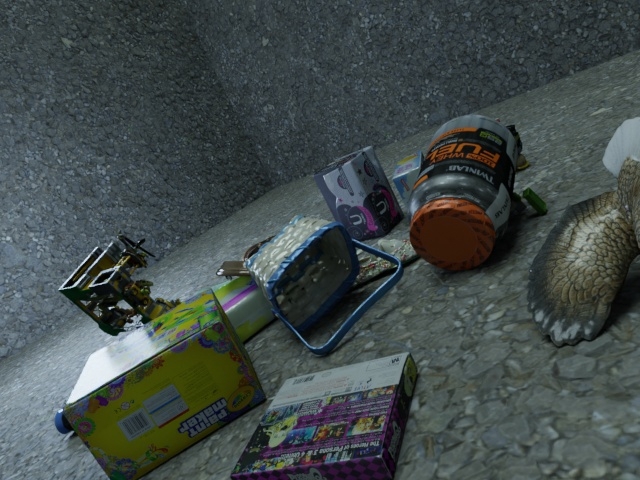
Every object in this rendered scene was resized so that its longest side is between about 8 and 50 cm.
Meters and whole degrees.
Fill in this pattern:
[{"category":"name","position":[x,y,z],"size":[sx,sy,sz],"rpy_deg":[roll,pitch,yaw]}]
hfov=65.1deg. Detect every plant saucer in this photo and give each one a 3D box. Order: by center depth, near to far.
[{"category":"plant saucer","position":[-0.137,0.072,1.330],"size":[0.277,0.041,0.278],"rpy_deg":[0,-3,0]}]

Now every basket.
[{"category":"basket","position":[0.002,0.081,1.072],"size":[0.254,0.201,0.289],"rpy_deg":[-41,40,-16]}]

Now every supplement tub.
[{"category":"supplement tub","position":[0.308,-0.108,1.087],"size":[0.207,0.207,0.338],"rpy_deg":[-16,32,36]}]

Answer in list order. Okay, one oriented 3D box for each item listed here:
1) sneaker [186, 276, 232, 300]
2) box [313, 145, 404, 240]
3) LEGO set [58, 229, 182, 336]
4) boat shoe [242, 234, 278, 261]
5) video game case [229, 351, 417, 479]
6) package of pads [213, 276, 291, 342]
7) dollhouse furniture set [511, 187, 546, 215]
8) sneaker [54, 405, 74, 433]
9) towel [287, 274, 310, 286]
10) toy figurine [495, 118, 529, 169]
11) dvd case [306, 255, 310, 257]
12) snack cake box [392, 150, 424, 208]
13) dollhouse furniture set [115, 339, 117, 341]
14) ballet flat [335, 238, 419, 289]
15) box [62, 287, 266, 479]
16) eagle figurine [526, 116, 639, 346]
[{"category":"sneaker","position":[-0.310,0.180,1.497],"size":[0.151,0.094,0.256],"rpy_deg":[-23,15,-2]},{"category":"box","position":[0.120,-0.136,1.543],"size":[0.163,0.247,0.142],"rpy_deg":[-14,20,43]},{"category":"LEGO set","position":[-0.511,0.113,1.347],"size":[0.331,0.255,0.192],"rpy_deg":[-20,32,42]},{"category":"boat shoe","position":[-0.207,0.032,1.896],"size":[0.073,0.073,0.207],"rpy_deg":[-16,17,44]},{"category":"video game case","position":[0.013,0.255,0.715],"size":[0.232,0.042,0.210],"rpy_deg":[-20,15,26]},{"category":"package of pads","position":[-0.243,0.196,1.291],"size":[0.296,0.101,0.229],"rpy_deg":[-34,16,-30]},{"category":"dollhouse furniture set","position":[0.430,-0.055,1.143],"size":[0.151,0.058,0.076],"rpy_deg":[-40,10,39]},{"category":"sneaker","position":[-0.561,0.383,1.250],"size":[0.090,0.081,0.232],"rpy_deg":[-21,21,9]},{"category":"towel","position":[-0.127,0.117,1.490],"size":[0.237,0.021,0.102],"rpy_deg":[-6,23,41]},{"category":"toy figurine","position":[0.504,-0.259,1.534],"size":[0.213,0.148,0.209],"rpy_deg":[-23,19,4]},{"category":"dvd case","position":[0.000,0.000,1.751],"size":[0.221,0.018,0.164],"rpy_deg":[-33,15,-26]},{"category":"snack cake box","position":[0.299,-0.170,1.542],"size":[0.089,0.152,0.264],"rpy_deg":[-22,13,19]},{"category":"dollhouse furniture set","position":[-0.482,0.272,1.451],"size":[0.181,0.101,0.161],"rpy_deg":[-30,14,-15]},{"category":"ballet flat","position":[0.136,0.044,1.206],"size":[0.240,0.077,0.091],"rpy_deg":[-26,12,-1]},{"category":"box","position":[-0.292,0.261,0.977],"size":[0.289,0.177,0.279],"rpy_deg":[-30,14,-10]},{"category":"eagle figurine","position":[0.422,-0.012,0.658],"size":[0.298,0.226,0.225],"rpy_deg":[-27,33,-24]}]
